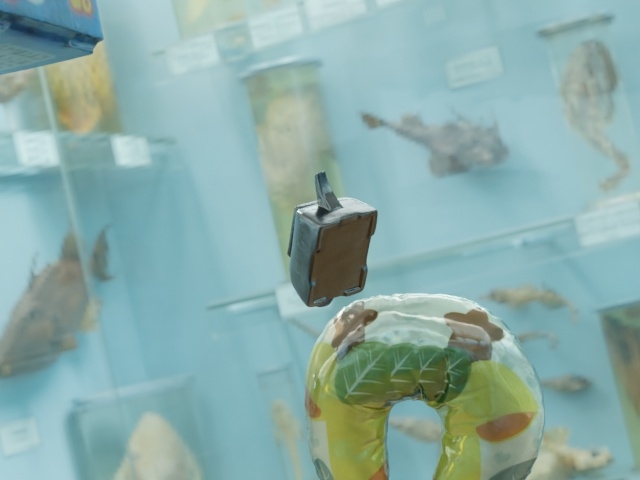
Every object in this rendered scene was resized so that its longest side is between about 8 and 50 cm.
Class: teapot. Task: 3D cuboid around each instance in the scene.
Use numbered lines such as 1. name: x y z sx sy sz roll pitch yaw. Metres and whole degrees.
1. teapot: 0.000 0.000 1.656 0.087 0.177 0.096 -17 41 -32

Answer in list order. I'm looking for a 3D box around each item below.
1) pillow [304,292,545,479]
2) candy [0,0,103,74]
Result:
1. pillow: 0.091 0.151 1.251 0.233 0.214 0.086 5 11 25
2. candy: -0.223 -0.255 0.790 0.100 0.305 0.157 -11 -1 15
